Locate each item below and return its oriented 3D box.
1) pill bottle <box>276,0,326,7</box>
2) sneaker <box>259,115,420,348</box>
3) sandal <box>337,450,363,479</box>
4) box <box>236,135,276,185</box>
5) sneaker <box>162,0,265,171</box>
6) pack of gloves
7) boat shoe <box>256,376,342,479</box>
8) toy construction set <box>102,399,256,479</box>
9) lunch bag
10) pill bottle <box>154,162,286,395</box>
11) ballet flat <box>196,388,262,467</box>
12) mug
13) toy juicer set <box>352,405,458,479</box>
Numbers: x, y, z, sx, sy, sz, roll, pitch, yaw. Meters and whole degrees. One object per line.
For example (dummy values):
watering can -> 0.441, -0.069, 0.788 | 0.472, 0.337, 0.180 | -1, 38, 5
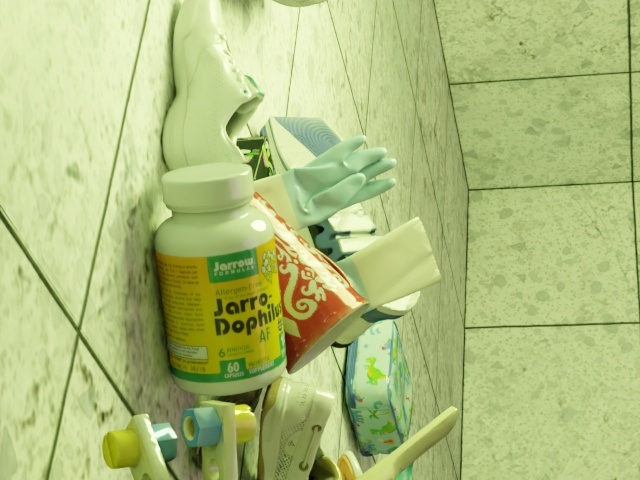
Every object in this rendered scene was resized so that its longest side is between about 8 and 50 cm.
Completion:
pill bottle -> -0.034, -0.355, 1.669 | 0.229, 0.131, 0.131 | -9, 97, -78
sneaker -> -0.018, 0.007, 1.702 | 0.127, 0.182, 0.315 | 1, 53, -42
sandal -> 0.011, 0.393, 1.850 | 0.102, 0.076, 0.265 | -119, -154, -53
box -> -0.086, -0.070, 1.556 | 0.083, 0.052, 0.062 | -77, 159, -49
sneaker -> -0.102, -0.163, 1.400 | 0.080, 0.094, 0.212 | 58, 31, -64
pack of gloves -> 0.000, 0.000, 1.544 | 0.195, 0.232, 0.046 | 69, -18, -9
boat shoe -> -0.024, 0.282, 1.596 | 0.098, 0.096, 0.277 | -75, 171, -53
toy construction set -> -0.108, 0.300, 1.021 | 0.215, 0.151, 0.328 | -42, -137, 48
lunch bag -> 0.099, 0.243, 2.262 | 0.219, 0.090, 0.176 | 73, 20, -49
pill bottle -> -0.098, 0.034, 1.320 | 0.117, 0.117, 0.208 | -54, 141, -71
ballet flat -> -0.094, 0.163, 1.486 | 0.084, 0.058, 0.250 | -59, -178, 32
mug -> -0.044, 0.043, 1.443 | 0.169, 0.113, 0.150 | 48, 1, 9
toy juicer set -> 0.041, 0.343, 1.687 | 0.209, 0.089, 0.329 | -20, 137, -38
